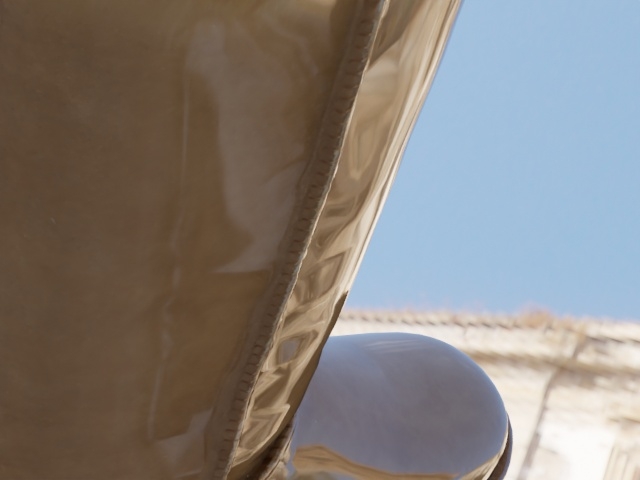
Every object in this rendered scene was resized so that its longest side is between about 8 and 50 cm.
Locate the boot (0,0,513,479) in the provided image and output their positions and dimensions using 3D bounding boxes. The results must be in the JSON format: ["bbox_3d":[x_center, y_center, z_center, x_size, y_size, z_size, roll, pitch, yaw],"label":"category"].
[{"bbox_3d":[0.000,0.000,0.486,0.089,0.236,0.269,43,-46,29],"label":"boot"}]
